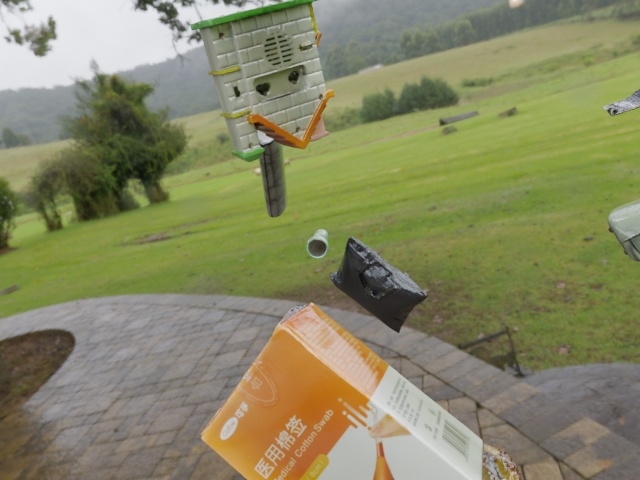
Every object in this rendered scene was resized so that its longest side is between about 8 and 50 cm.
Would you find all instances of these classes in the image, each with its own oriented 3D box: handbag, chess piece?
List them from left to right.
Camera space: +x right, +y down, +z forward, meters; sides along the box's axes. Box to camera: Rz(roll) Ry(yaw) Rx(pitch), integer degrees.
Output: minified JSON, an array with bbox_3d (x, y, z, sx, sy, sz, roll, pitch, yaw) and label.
[{"bbox_3d":[0.000,0.000,1.482,0.059,0.059,0.149,-15,13,12],"label":"chess piece"},{"bbox_3d":[0.148,0.120,1.452,0.088,0.254,0.211,-42,-14,-36],"label":"handbag"},{"bbox_3d":[0.692,-0.088,0.996,0.315,0.109,0.241,-39,-10,29],"label":"handbag"}]

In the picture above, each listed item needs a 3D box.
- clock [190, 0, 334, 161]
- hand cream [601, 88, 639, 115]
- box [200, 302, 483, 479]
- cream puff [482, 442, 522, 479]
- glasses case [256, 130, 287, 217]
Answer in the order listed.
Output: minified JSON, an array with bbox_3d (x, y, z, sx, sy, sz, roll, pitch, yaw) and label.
[{"bbox_3d":[-0.088,-0.291,0.995,0.219,0.255,0.106,-24,26,-24],"label":"clock"},{"bbox_3d":[0.670,-0.310,1.122,0.163,0.039,0.062,-35,25,24],"label":"hand cream"},{"bbox_3d":[0.029,0.283,0.783,0.225,0.341,0.143,-55,-12,13],"label":"box"},{"bbox_3d":[0.388,0.603,1.296,0.163,0.240,0.240,12,4,-21],"label":"cream puff"},{"bbox_3d":[-0.127,-0.191,1.444,0.060,0.299,0.114,4,56,3],"label":"glasses case"}]
